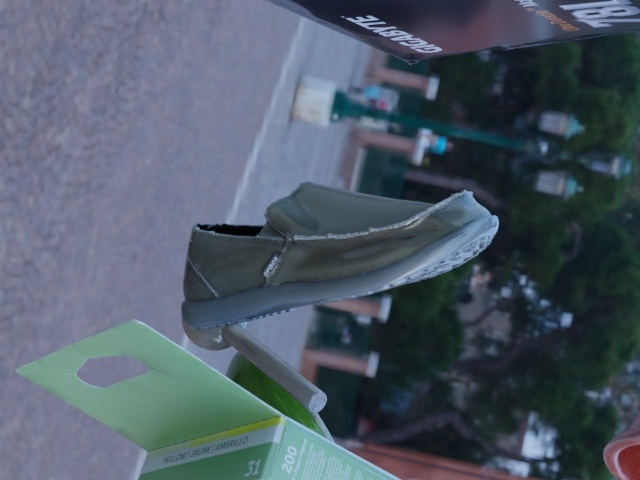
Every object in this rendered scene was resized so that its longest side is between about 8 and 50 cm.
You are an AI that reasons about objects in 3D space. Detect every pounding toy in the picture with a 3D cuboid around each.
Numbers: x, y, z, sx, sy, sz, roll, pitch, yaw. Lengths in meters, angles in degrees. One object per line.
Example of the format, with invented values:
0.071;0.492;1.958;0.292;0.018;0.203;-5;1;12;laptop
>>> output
-0.060;0.168;1.023;0.183;0.110;0.237;47;-19;43;pounding toy

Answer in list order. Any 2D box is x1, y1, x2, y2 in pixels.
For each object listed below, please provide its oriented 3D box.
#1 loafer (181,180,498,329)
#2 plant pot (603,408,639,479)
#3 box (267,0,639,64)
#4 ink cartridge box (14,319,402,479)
0.000;0.000;0.885;0.094;0.251;0.087;-9;86;-62;loafer
0.376;0.089;0.895;0.265;0.272;0.272;-62;172;-17;plant pot
0.109;-0.142;0.492;0.295;0.293;0.073;8;77;-64;box
-0.078;0.147;0.845;0.171;0.235;0.056;-23;-138;48;ink cartridge box
